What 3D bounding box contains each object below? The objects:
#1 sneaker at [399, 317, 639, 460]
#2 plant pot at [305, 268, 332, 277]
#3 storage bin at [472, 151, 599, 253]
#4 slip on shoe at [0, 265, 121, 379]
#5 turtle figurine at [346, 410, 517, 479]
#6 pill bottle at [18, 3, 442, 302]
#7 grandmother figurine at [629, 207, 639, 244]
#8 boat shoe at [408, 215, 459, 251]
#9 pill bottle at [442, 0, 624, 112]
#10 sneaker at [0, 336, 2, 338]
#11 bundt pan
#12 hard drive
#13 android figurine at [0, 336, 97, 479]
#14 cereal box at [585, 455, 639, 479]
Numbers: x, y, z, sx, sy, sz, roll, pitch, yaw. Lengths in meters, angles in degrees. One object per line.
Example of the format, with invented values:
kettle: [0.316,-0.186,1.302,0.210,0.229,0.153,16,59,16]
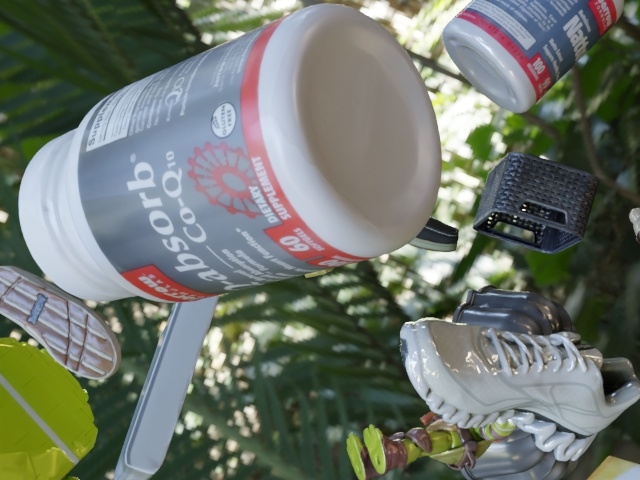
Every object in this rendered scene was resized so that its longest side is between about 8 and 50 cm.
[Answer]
sneaker: [0.193,0.123,1.117,0.118,0.292,0.110,-38,48,33]
plant pot: [0.000,0.000,1.832,0.081,0.083,0.081,-36,8,-24]
storage bin: [0.282,-0.047,1.550,0.180,0.122,0.084,110,178,-83]
slip on shoe: [-0.214,0.066,0.952,0.051,0.135,0.041,-62,-14,2]
turtle figurine: [0.146,0.235,1.401,0.269,0.217,0.087,167,91,-70]
pill bottle: [-0.092,-0.057,1.041,0.363,0.210,0.210,-15,42,41]
grandmother figurine: [0.560,-0.032,1.758,0.208,0.104,0.342,-28,44,58]
boat shoe: [0.093,-0.051,1.613,0.080,0.224,0.073,-68,0,-75]
pill bottle: [0.207,-0.211,1.049,0.180,0.108,0.108,-45,1,-5]
sneaker: [-0.442,0.216,1.639,0.101,0.267,0.106,-54,11,17]
bundt pan: [0.315,0.225,1.777,0.124,0.331,0.330,-8,47,34]
hard drive: [-0.204,0.195,1.502,0.353,0.047,0.233,130,158,-71]
android figurine: [-0.354,0.213,1.276,0.056,0.248,0.273,-39,6,35]
cereal box: [0.331,0.312,1.185,0.173,0.047,0.240,-40,19,-22]
